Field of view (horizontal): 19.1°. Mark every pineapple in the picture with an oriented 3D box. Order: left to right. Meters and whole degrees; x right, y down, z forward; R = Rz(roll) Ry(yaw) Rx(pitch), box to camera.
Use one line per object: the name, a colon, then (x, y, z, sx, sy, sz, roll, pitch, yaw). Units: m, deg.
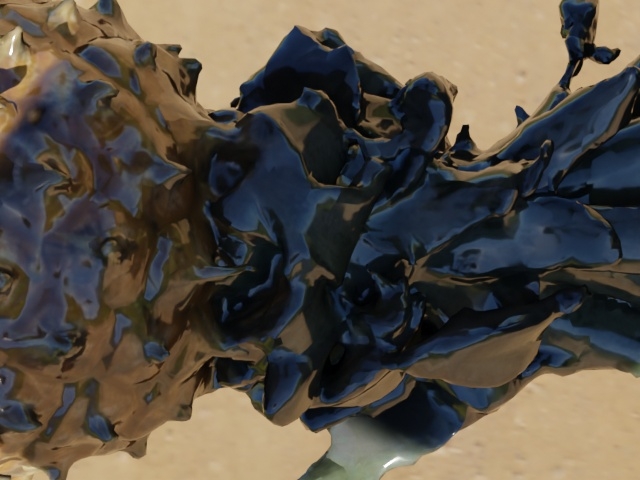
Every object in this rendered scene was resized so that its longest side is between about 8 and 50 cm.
pineapple: (-0.001, 0.004, 0.547, 0.165, 0.364, 0.165, -178, 90, -79)
